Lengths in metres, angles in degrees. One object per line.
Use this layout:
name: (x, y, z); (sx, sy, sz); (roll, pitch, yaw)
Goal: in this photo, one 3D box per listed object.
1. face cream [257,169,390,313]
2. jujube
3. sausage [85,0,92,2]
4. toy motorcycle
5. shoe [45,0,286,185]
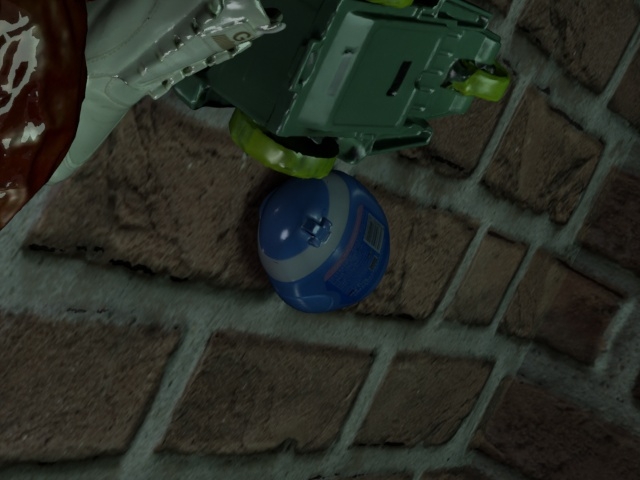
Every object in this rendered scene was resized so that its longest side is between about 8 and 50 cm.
face cream: (0.000, 0.000, 1.994); (0.149, 0.083, 0.264); (-62, 161, -4)
jujube: (-0.242, -0.073, 1.090); (0.197, 0.197, 0.290); (-33, 161, -55)
sausage: (-0.195, -0.221, 1.182); (0.102, 0.102, 0.330); (-62, 162, -2)
toy motorcycle: (0.024, -0.180, 1.672); (0.326, 0.200, 0.191); (-5, 125, -57)
shoe: (-0.104, -0.163, 1.399); (0.316, 0.159, 0.124); (-66, 162, 1)
